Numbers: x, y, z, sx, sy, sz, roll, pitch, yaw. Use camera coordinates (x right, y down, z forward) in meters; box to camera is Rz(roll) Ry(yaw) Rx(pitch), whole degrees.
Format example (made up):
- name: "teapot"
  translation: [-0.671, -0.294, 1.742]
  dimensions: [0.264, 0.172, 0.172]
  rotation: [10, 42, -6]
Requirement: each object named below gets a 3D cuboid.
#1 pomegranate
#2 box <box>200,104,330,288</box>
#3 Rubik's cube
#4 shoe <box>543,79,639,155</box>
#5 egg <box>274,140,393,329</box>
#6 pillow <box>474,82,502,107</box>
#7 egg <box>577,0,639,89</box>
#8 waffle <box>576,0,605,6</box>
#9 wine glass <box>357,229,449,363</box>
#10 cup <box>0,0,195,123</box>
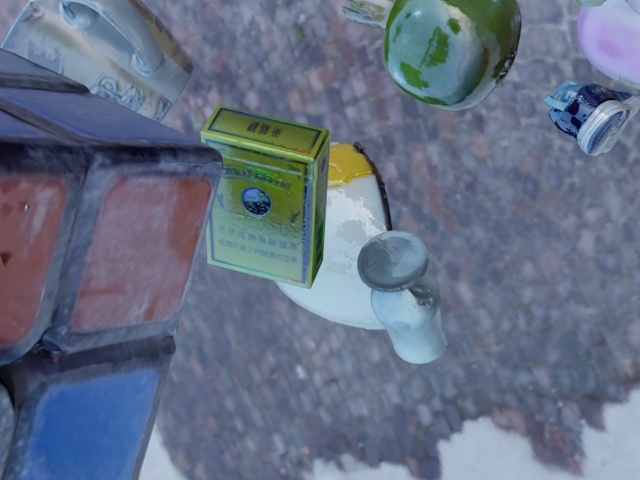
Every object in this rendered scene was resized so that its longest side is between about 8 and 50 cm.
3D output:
- name: "pomegranate"
  translation: [0.134, -0.262, 1.461]
  dimensions: [0.225, 0.187, 0.187]
  rotation: [26, 137, 13]
- name: "box"
  translation: [-0.066, -0.049, 1.417]
  dimensions: [0.140, 0.064, 0.220]
  rotation: [15, 135, 11]
- name: "Rubik's cube"
  translation: [-0.312, 0.055, 0.636]
  dimensions: [0.363, 0.362, 0.359]
  rotation: [28, 106, 30]
- name: "shoe"
  translation: [0.359, -0.173, 1.571]
  dimensions: [0.106, 0.207, 0.091]
  rotation: [40, 111, 16]
- name: "egg"
  translation: [0.000, 0.000, 1.968]
  dimensions: [0.337, 0.201, 0.337]
  rotation: [172, 90, -83]
- name: "pillow"
  translation: [0.164, -0.270, 1.644]
  dimensions: [0.203, 0.038, 0.113]
  rotation: [45, 165, -3]
- name: "egg"
  translation: [0.564, -0.345, 1.989]
  dimensions: [0.271, 0.196, 0.196]
  rotation: [24, 130, 33]
- name: "waffle"
  translation: [0.133, -0.315, 0.737]
  dimensions: [0.291, 0.056, 0.309]
  rotation: [32, 111, 7]
- name: "wine glass"
  translation: [0.126, 0.088, 1.712]
  dimensions: [0.103, 0.103, 0.231]
  rotation: [48, 171, 35]
- name: "cup"
  translation: [-0.313, -0.289, 1.749]
  dimensions: [0.257, 0.227, 0.301]
  rotation: [31, 161, -12]
